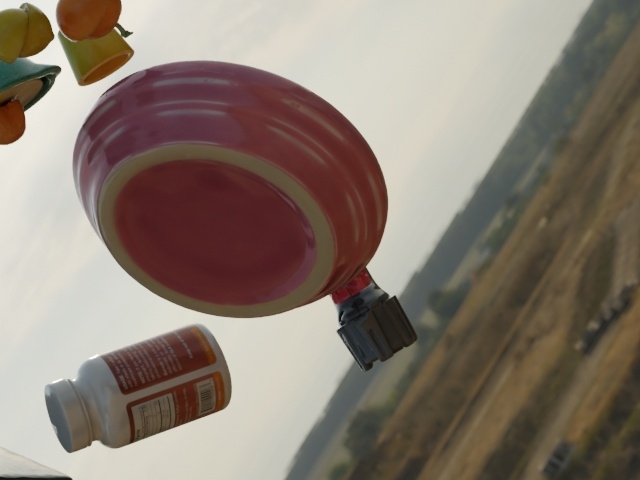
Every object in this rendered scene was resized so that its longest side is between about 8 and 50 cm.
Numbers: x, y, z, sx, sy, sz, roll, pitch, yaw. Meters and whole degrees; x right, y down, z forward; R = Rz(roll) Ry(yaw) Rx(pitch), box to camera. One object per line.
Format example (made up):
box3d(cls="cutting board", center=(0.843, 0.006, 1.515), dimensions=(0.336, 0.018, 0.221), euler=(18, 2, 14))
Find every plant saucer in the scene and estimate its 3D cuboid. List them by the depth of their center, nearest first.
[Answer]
box3d(cls="plant saucer", center=(-0.099, -0.032, 1.485), dimensions=(0.332, 0.332, 0.084), euler=(116, 172, -46))

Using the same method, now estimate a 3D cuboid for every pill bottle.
box3d(cls="pill bottle", center=(-0.231, 0.190, 1.831), dimensions=(0.216, 0.121, 0.121), euler=(-17, -26, -24))

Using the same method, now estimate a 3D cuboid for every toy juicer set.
box3d(cls="toy juicer set", center=(-0.321, -0.144, 1.413), dimensions=(0.329, 0.089, 0.209), euler=(-31, -3, -18))

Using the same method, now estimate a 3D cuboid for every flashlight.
box3d(cls="flashlight", center=(0.000, 0.000, 1.621), dimensions=(0.103, 0.304, 0.103), euler=(-28, -5, -36))

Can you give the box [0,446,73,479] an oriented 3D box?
box3d(cls="box", center=(-0.583, 0.376, 1.919), dimensions=(0.395, 0.293, 0.212), euler=(12, -90, -47))
